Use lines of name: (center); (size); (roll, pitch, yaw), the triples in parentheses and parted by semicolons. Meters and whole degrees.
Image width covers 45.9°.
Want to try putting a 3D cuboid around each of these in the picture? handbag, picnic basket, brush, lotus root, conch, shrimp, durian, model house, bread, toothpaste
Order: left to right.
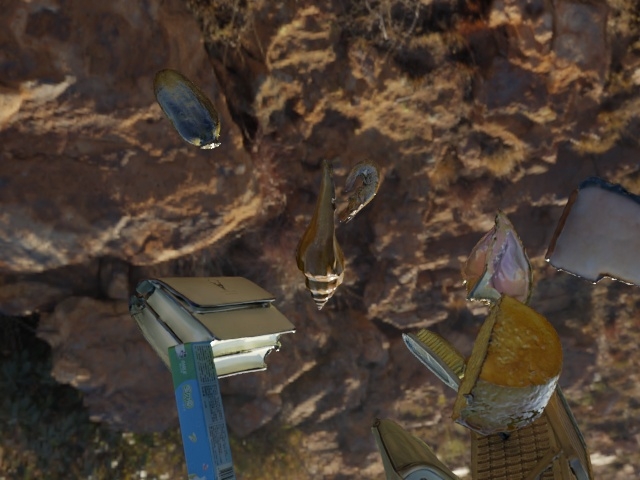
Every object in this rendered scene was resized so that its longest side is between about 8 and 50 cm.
lotus root: (-0.255, -0.254, 1.460); (0.089, 0.179, 0.080); (-36, -175, -8)
toothpaste: (-0.184, 0.294, 1.199); (0.050, 0.266, 0.065); (-16, 169, 25)
handbag: (-0.243, 0.183, 1.756); (0.160, 0.237, 0.358); (-55, 157, 14)
conch: (-0.005, 0.000, 1.451); (0.093, 0.109, 0.330); (3, 123, 14)
shrimp: (0.083, -0.112, 1.672); (0.045, 0.162, 0.095); (23, 154, 30)
handbag: (0.188, 0.435, 1.369); (0.109, 0.241, 0.315); (-47, -174, -1)
brush: (0.252, 0.241, 1.351); (0.060, 0.297, 0.068); (-33, 132, -12)
durian: (0.480, 0.097, 1.997); (0.196, 0.305, 0.185); (30, 137, -8)
bread: (0.291, 0.195, 1.149); (0.140, 0.229, 0.143); (20, 133, 12)
picnic basket: (0.379, 0.413, 1.289); (0.175, 0.313, 0.228); (-20, 115, 20)
model house: (0.498, -0.002, 1.292); (0.183, 0.166, 0.172); (23, -175, 14)
